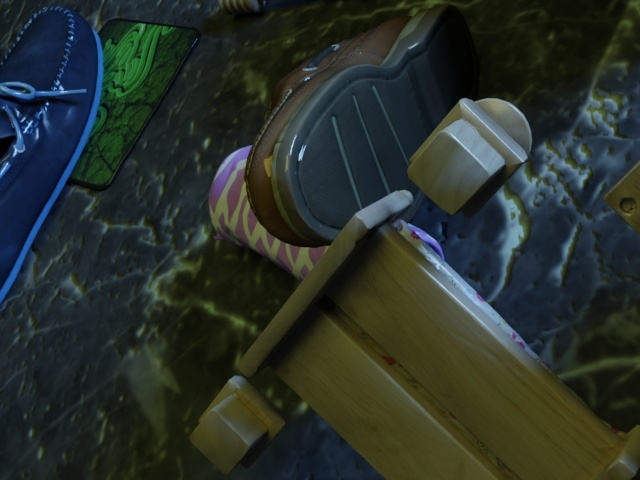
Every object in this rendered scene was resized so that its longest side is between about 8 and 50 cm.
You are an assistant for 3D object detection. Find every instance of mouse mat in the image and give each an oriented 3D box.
[{"bbox_3d":[-0.211,-0.140,1.112,0.152,0.007,0.190,15,70,41],"label":"mouse mat"}]

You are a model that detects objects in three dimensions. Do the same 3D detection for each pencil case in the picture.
[{"bbox_3d":[0.000,0.000,0.820,0.206,0.086,0.088,35,119,45],"label":"pencil case"}]

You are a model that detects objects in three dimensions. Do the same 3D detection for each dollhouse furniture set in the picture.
[{"bbox_3d":[0.148,0.085,0.655,0.303,0.174,0.355,45,125,8],"label":"dollhouse furniture set"}]

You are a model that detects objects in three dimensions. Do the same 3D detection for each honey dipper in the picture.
[{"bbox_3d":[-0.022,-0.225,1.024,0.160,0.030,0.030,4,63,32],"label":"honey dipper"}]

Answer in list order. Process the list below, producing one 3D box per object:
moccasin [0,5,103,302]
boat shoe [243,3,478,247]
[{"bbox_3d":[-0.304,-0.088,1.057,0.137,0.117,0.342,-4,61,34],"label":"moccasin"},{"bbox_3d":[0.017,-0.074,0.776,0.104,0.111,0.307,-8,19,30],"label":"boat shoe"}]
